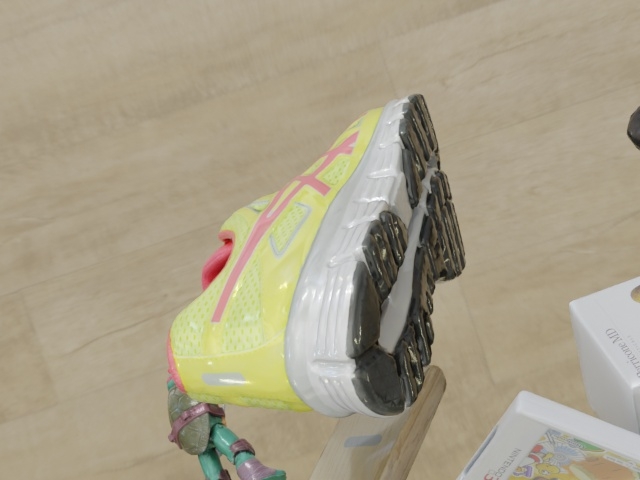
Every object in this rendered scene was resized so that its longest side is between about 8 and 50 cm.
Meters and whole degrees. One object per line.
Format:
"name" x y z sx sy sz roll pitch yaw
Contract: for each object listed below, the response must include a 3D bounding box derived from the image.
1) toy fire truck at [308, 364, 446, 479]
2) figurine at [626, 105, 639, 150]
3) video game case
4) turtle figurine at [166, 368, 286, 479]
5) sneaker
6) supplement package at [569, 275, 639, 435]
"toy fire truck" 0.054 0.167 0.397 0.217 0.158 0.246 -12 81 24
"figurine" 0.139 0.013 0.194 0.092 0.209 0.215 30 53 -27
"video game case" 0.243 0.227 0.965 0.227 0.206 0.026 21 52 1
"turtle figurine" -0.131 0.227 1.371 0.118 0.175 0.234 -7 51 -30
"sneaker" 0.000 0.000 0.442 0.094 0.208 0.081 -12 107 21
"supplement package" 0.369 0.100 0.994 0.244 0.139 0.134 -20 122 -2
